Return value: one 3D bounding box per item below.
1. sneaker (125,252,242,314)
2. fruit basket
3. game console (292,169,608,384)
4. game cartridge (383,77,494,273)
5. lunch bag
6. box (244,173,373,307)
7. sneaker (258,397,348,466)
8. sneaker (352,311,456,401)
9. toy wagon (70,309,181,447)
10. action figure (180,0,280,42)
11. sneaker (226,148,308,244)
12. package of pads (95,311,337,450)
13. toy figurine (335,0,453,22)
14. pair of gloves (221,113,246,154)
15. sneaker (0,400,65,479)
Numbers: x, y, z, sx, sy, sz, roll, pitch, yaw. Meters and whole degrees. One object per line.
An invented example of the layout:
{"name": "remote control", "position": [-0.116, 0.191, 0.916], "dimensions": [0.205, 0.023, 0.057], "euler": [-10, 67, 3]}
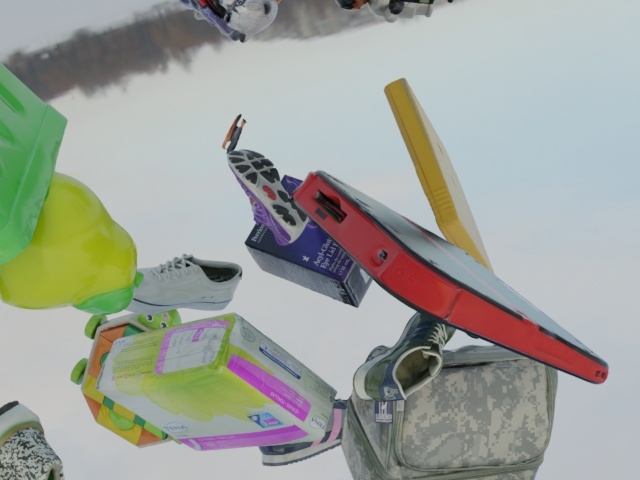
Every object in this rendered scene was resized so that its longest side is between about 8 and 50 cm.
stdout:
{"name": "sneaker", "position": [-0.243, 0.062, 1.788], "dimensions": [0.258, 0.091, 0.094], "euler": [0, -141, -45]}
{"name": "fruit basket", "position": [-0.410, -0.025, 1.324], "dimensions": [0.283, 0.392, 0.392], "euler": [-23, -167, 9]}
{"name": "game console", "position": [0.155, 0.044, 1.401], "dimensions": [0.060, 0.342, 0.386], "euler": [-57, -149, 8]}
{"name": "game cartridge", "position": [0.221, -0.100, 1.975], "dimensions": [0.053, 0.323, 0.285], "euler": [-23, 148, 12]}
{"name": "lunch bag", "position": [0.196, 0.268, 1.647], "dimensions": [0.305, 0.256, 0.212], "euler": [-1, -146, -18]}
{"name": "box", "position": [0.000, 0.000, 1.845], "dimensions": [0.207, 0.108, 0.153], "euler": [19, -111, 24]}
{"name": "sneaker", "position": [0.008, 0.352, 2.196], "dimensions": [0.319, 0.131, 0.112], "euler": [-16, -174, -38]}
{"name": "sneaker", "position": [0.134, 0.146, 1.382], "dimensions": [0.192, 0.064, 0.086], "euler": [-37, -158, -30]}
{"name": "toy wagon", "position": [-0.347, 0.241, 2.104], "dimensions": [0.267, 0.344, 0.068], "euler": [27, -152, 11]}
{"name": "action figure", "position": [-0.156, -0.433, 1.494], "dimensions": [0.178, 0.330, 0.341], "euler": [-28, 168, 11]}
{"name": "sneaker", "position": [-0.090, -0.063, 1.580], "dimensions": [0.068, 0.170, 0.071], "euler": [-16, 153, -42]}
{"name": "package of pads", "position": [-0.161, 0.215, 1.574], "dimensions": [0.296, 0.229, 0.101], "euler": [-16, -135, 42]}
{"name": "toy figurine", "position": [0.089, -0.390, 1.378], "dimensions": [0.148, 0.213, 0.209], "euler": [3, -177, -7]}
{"name": "pair of gloves", "position": [-0.162, -0.200, 2.025], "dimensions": [0.010, 0.074, 0.083], "euler": [23, -169, -21]}
{"name": "sneaker", "position": [-0.483, 0.472, 1.821], "dimensions": [0.182, 0.410, 0.158], "euler": [30, -133, 32]}
